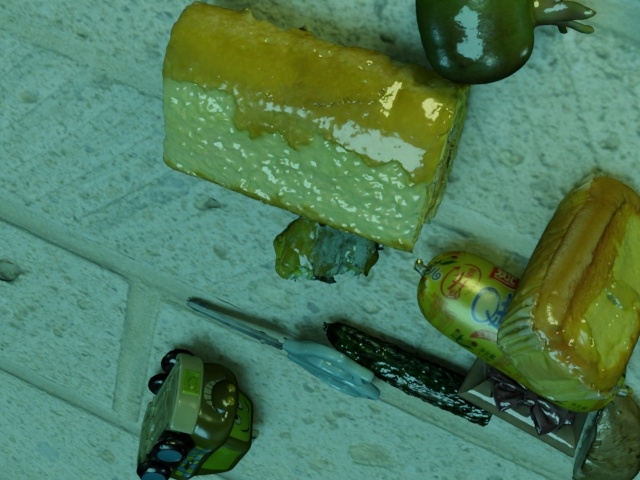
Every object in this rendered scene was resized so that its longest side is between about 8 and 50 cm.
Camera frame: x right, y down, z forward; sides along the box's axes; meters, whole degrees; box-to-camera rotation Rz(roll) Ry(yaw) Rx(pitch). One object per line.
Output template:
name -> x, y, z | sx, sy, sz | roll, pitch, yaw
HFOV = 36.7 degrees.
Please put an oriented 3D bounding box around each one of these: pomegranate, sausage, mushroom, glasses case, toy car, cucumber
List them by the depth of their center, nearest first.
pomegranate -> 0.202, -0.257, 1.073 | 0.191, 0.131, 0.152 | -14, 115, 7
sausage -> 0.276, 0.126, 1.324 | 0.347, 0.123, 0.123 | 31, 132, 1
glasses case -> 0.310, 0.229, 1.411 | 0.193, 0.102, 0.070 | 29, 176, 2
mushroom -> 0.432, 0.304, 1.424 | 0.094, 0.072, 0.210 | 13, 130, 4
cucumber -> 0.131, 0.202, 1.494 | 0.293, 0.067, 0.067 | 24, 132, 8
toy car -> -0.204, 0.321, 1.690 | 0.198, 0.204, 0.248 | 16, 137, -18

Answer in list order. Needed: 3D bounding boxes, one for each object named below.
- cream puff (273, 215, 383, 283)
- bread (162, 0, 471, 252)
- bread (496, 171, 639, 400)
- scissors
cream puff -> -0.001, 0.000, 1.359 | 0.156, 0.156, 0.121 | -4, 92, 28
bread -> -0.015, -0.153, 1.221 | 0.375, 0.165, 0.237 | 18, 129, 14
bread -> 0.312, 0.058, 1.153 | 0.152, 0.288, 0.119 | 45, 141, -11
scissors -> -0.068, 0.164, 1.558 | 0.360, 0.029, 0.191 | 24, 162, 21
